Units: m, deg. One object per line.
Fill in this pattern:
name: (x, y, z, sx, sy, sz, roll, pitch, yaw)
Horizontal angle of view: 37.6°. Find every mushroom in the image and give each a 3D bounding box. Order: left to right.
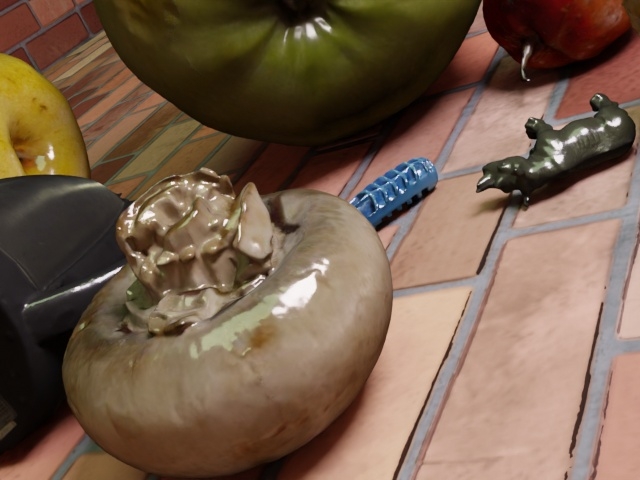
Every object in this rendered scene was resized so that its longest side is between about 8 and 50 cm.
mushroom: (-0.066, 0.045, 0.611, 0.226, 0.178, 0.226, -27, 29, 17)

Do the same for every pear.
pear: (-0.430, -0.073, 1.103, 0.314, 0.314, 0.314, -22, 23, 10)

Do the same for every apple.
apple: (-0.040, -0.318, 1.013, 0.473, 0.474, 0.474, -22, 23, 10)

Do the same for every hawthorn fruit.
hawthorn fruit: (0.236, -0.236, 0.939, 0.157, 0.157, 0.194, 4, 58, 51)

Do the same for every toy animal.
toy animal: (0.185, -0.069, 0.751, 0.135, 0.047, 0.065, -22, 31, -2)

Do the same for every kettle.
kettle: (-0.246, 0.019, 0.823, 0.251, 0.207, 0.271, -48, 1, 31)

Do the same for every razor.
razor: (0.000, 0.000, 0.808, 0.253, 0.042, 0.082, -34, 45, -20)

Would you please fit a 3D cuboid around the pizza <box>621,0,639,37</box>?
pizza: (0.364, -0.100, 0.550, 0.439, 0.130, 0.406, -8, 43, 41)
